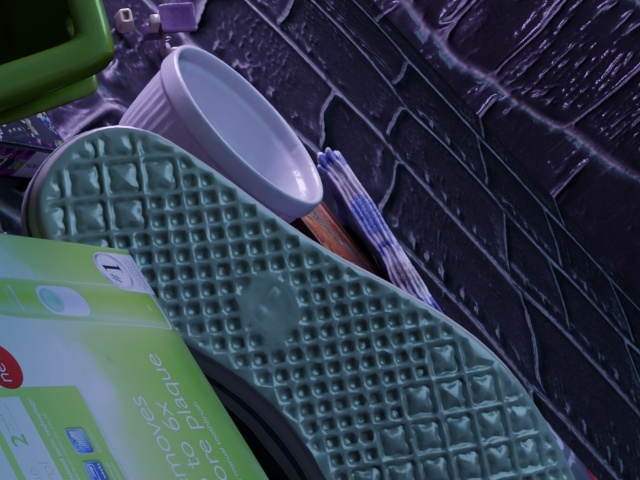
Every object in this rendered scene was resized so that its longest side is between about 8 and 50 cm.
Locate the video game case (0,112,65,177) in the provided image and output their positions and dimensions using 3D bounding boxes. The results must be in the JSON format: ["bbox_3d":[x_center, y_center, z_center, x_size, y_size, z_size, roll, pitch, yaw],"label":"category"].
[{"bbox_3d":[-0.323,-0.152,1.015,0.232,0.042,0.210,54,18,14],"label":"video game case"}]

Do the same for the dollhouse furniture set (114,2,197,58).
[{"bbox_3d":[-0.188,-0.205,1.507,0.081,0.091,0.114,125,-45,-68],"label":"dollhouse furniture set"}]

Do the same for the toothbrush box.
[{"bbox_3d":[-0.175,0.107,0.702,0.206,0.122,0.283,56,20,21],"label":"toothbrush box"}]

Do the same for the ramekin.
[{"bbox_3d":[-0.105,-0.081,1.280,0.207,0.109,0.207,43,19,-19],"label":"ramekin"}]

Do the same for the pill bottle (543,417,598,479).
[{"bbox_3d":[0.168,0.243,1.171,0.283,0.161,0.161,49,17,1],"label":"pill bottle"}]

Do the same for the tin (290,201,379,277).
[{"bbox_3d":[0.000,0.000,1.485,0.189,0.040,0.106,52,22,9],"label":"tin"}]

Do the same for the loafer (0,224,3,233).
[{"bbox_3d":[-0.249,-0.002,0.883,0.039,0.045,0.125,56,15,-1],"label":"loafer"}]

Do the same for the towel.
[{"bbox_3d":[0.087,0.038,1.533,0.285,0.034,0.209,59,-2,24],"label":"towel"}]

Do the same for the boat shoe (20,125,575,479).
[{"bbox_3d":[-0.009,0.111,0.958,0.500,0.187,0.156,38,-23,-4],"label":"boat shoe"}]

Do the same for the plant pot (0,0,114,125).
[{"bbox_3d":[-0.260,-0.163,0.783,0.207,0.228,0.227,160,-89,-83],"label":"plant pot"}]
